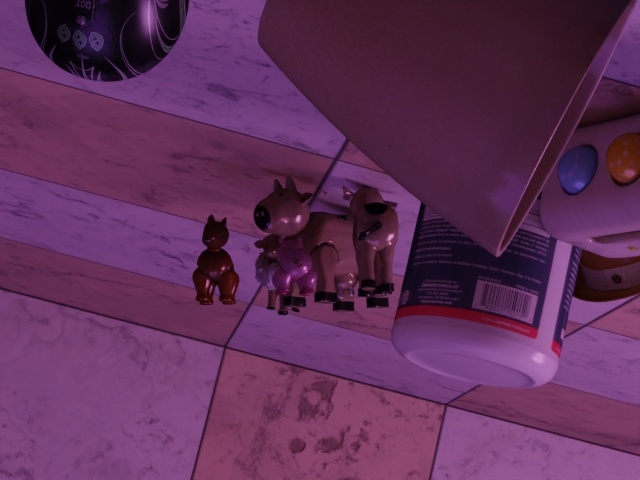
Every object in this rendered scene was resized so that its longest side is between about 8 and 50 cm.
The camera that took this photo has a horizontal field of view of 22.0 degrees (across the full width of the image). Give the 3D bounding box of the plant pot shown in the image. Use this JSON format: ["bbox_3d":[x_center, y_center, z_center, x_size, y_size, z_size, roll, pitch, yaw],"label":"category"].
[{"bbox_3d":[0.094,-0.162,1.428,0.274,0.256,0.256,28,167,10],"label":"plant pot"}]

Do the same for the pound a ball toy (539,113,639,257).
[{"bbox_3d":[0.354,-0.034,1.665,0.135,0.208,0.319,21,164,-28],"label":"pound a ball toy"}]

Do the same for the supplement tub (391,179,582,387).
[{"bbox_3d":[0.197,0.016,1.864,0.191,0.272,0.191,13,165,4],"label":"supplement tub"}]

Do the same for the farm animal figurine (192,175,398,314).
[{"bbox_3d":[0.000,0.000,2.237,0.330,0.172,0.327,-4,171,29],"label":"farm animal figurine"}]

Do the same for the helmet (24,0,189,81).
[{"bbox_3d":[-0.201,-0.231,1.559,0.169,0.169,0.161,13,148,3],"label":"helmet"}]

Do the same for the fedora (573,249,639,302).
[{"bbox_3d":[0.362,-0.004,1.950,0.194,0.194,0.079,-4,121,49],"label":"fedora"}]
